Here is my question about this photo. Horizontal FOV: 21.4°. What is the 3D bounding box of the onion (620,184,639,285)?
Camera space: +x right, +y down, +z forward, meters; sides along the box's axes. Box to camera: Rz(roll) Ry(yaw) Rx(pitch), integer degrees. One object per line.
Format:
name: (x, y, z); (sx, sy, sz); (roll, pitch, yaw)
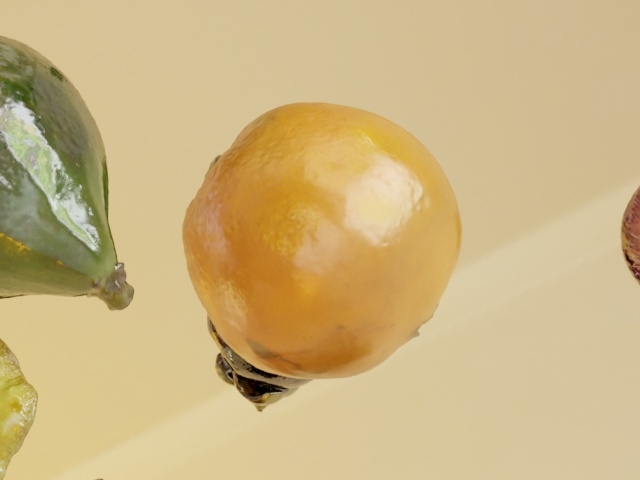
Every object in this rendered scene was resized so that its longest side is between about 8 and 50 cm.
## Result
onion: (0.520, -0.017, 2.252); (0.230, 0.230, 0.163); (-25, -176, 34)

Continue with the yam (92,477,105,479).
yam: (-0.367, 0.399, 2.437); (0.141, 0.079, 0.079); (-20, -167, -31)

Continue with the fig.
fig: (-0.224, -0.041, 1.209); (0.245, 0.195, 0.195); (30, -109, 24)

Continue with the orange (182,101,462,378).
orange: (0.000, 0.000, 1.845); (0.312, 0.312, 0.312); (-34, -153, 20)

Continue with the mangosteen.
mangosteen: (-0.072, 0.134, 2.328); (0.194, 0.194, 0.230); (-88, -162, -56)

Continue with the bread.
bread: (-0.380, 0.165, 1.724); (0.233, 0.088, 0.160); (34, -74, 42)
